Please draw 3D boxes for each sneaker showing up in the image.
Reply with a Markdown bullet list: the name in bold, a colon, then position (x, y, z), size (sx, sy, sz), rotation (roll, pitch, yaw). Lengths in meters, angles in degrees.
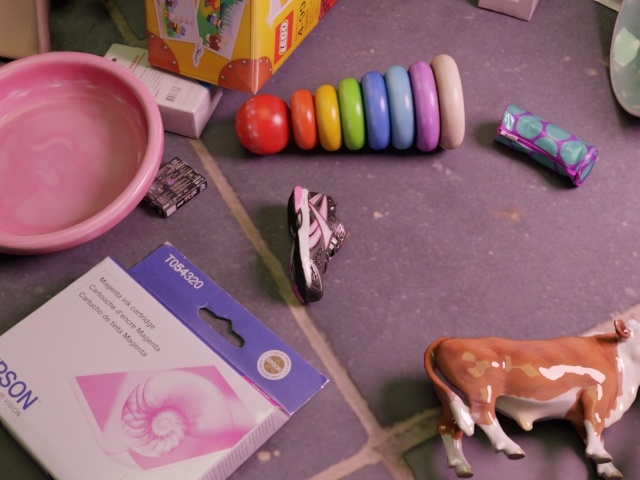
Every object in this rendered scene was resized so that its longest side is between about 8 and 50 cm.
- **sneaker**: position (0.000, 0.000, 1.312), size (0.077, 0.072, 0.178), rotation (4, 58, -11)

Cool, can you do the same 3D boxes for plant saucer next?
- **plant saucer**: position (-0.382, -0.117, 1.368), size (0.332, 0.084, 0.332), rotation (-2, 60, 4)

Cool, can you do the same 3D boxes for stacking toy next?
- **stacking toy**: position (0.038, -0.185, 1.415), size (0.330, 0.141, 0.141), rotation (-7, 54, 0)

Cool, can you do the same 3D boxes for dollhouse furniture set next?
- **dollhouse furniture set**: position (-0.461, -0.418, 1.607), size (0.212, 0.161, 0.242), rotation (10, 32, 7)

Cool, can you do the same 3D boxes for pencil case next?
- **pencil case**: position (0.330, -0.140, 1.416), size (0.151, 0.064, 0.070), rotation (33, 44, 22)

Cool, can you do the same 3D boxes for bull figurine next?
- **bull figurine**: position (0.279, 0.183, 1.153), size (0.310, 0.101, 0.188), rotation (0, 55, -1)

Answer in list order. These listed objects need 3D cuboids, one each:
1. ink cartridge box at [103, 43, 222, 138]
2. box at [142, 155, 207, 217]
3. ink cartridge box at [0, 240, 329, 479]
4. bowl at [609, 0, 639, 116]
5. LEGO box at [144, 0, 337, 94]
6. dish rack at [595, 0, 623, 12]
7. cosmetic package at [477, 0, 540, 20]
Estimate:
- **ink cartridge box**: position (-0.255, -0.233, 1.486), size (0.181, 0.061, 0.104), rotation (16, 55, 11)
- **box**: position (-0.217, -0.078, 1.398), size (0.067, 0.018, 0.083), rotation (36, 61, 24)
- **ink cartridge box**: position (-0.215, 0.166, 1.188), size (0.324, 0.071, 0.330), rotation (37, 63, 25)
- **bowl**: position (0.587, -0.315, 1.433), size (0.163, 0.311, 0.311), rotation (13, 52, -16)
- **LEGO box**: position (-0.095, -0.535, 1.403), size (0.193, 0.500, 0.372), rotation (18, 44, 14)
- **dish rack**: position (0.626, -0.499, 1.682), size (0.285, 0.072, 0.333), rotation (35, 62, 22)
- **cosmetic package**: position (0.363, -0.503, 1.649), size (0.107, 0.127, 0.238), rotation (19, 54, 13)
